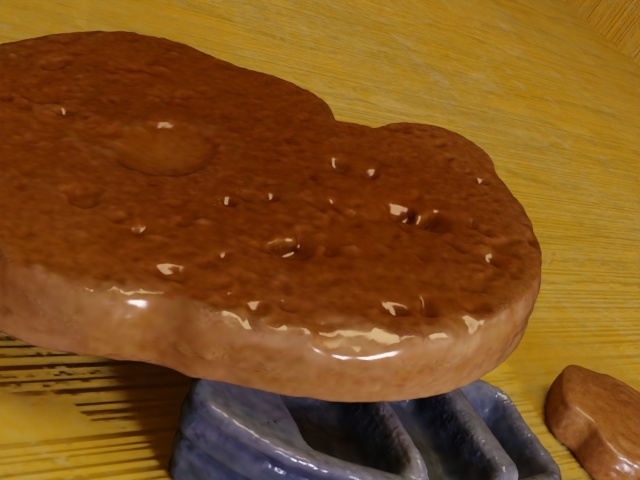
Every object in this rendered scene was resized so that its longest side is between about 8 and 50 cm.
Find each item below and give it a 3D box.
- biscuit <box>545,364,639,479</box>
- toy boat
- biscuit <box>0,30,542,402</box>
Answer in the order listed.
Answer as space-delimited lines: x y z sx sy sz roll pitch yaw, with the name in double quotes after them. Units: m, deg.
0.336 0.219 0.955 0.334 0.047 0.202 36 25 2 "biscuit"
0.028 0.127 0.700 0.283 0.078 0.127 13 34 -38 "toy boat"
-0.082 -0.028 0.729 0.455 0.078 0.350 19 27 7 "biscuit"
